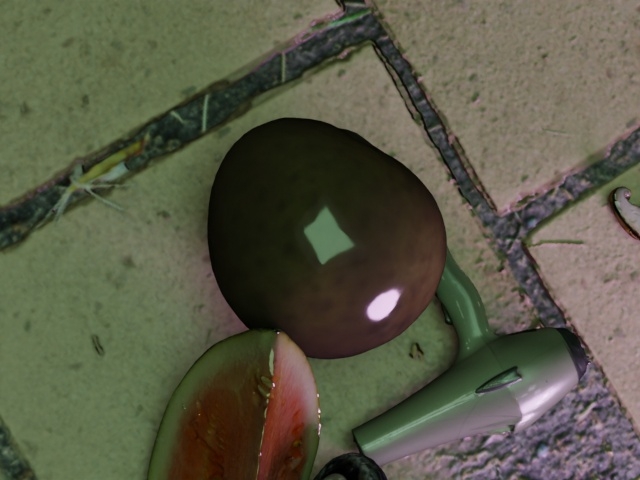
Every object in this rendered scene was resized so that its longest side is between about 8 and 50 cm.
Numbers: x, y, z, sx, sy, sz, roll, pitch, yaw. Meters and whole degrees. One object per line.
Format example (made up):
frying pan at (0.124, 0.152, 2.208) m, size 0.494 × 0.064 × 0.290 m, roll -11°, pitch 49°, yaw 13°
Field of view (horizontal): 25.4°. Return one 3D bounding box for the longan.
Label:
longan at (0.000, 0.000, 1.221) m, size 0.220 × 0.196 × 0.196 m, roll 40°, pitch 76°, yaw -14°

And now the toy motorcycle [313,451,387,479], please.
toy motorcycle at (0.033, 0.355, 1.171) m, size 0.108 × 0.223 × 0.341 m, roll 18°, pitch 83°, yaw -37°

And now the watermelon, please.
watermelon at (-0.091, 0.207, 1.208) m, size 0.128 × 0.159 × 0.303 m, roll 14°, pitch 94°, yaw 16°

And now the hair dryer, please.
hair dryer at (0.099, 0.108, 1.299) m, size 0.225 × 0.088 × 0.219 m, roll 44°, pitch 80°, yaw 9°

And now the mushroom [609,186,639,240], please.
mushroom at (0.323, -0.019, 1.385) m, size 0.101 × 0.019 × 0.049 m, roll 33°, pitch 78°, yaw -10°
